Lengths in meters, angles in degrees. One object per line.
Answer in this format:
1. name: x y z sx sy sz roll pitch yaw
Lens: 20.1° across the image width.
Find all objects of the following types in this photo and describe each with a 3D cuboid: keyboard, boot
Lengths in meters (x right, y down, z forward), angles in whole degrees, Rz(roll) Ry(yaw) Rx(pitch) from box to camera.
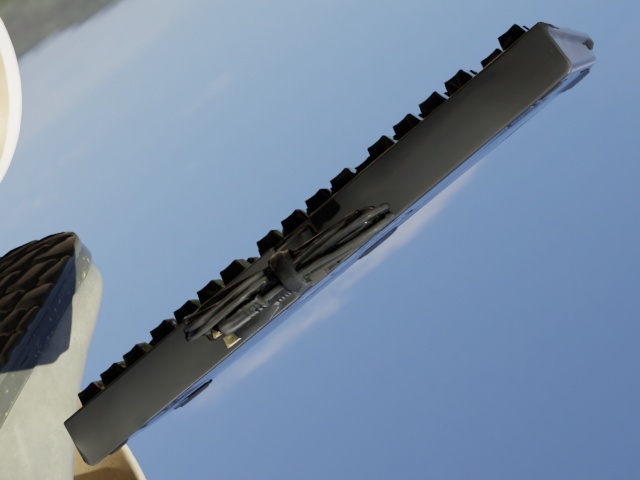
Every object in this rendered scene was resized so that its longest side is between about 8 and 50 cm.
1. keyboard: 0.000 0.000 0.515 0.180 0.023 0.108 -41 177 17
2. boot: -0.102 0.131 0.650 0.083 0.161 0.246 -18 -141 34

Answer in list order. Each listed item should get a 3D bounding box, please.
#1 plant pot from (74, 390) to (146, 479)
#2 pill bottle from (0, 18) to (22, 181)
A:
1. plant pot: -0.249 0.179 0.914 0.191 0.284 0.284 -57 -176 27
2. pill bottle: -0.285 -0.061 0.883 0.153 0.153 0.265 -29 174 34
